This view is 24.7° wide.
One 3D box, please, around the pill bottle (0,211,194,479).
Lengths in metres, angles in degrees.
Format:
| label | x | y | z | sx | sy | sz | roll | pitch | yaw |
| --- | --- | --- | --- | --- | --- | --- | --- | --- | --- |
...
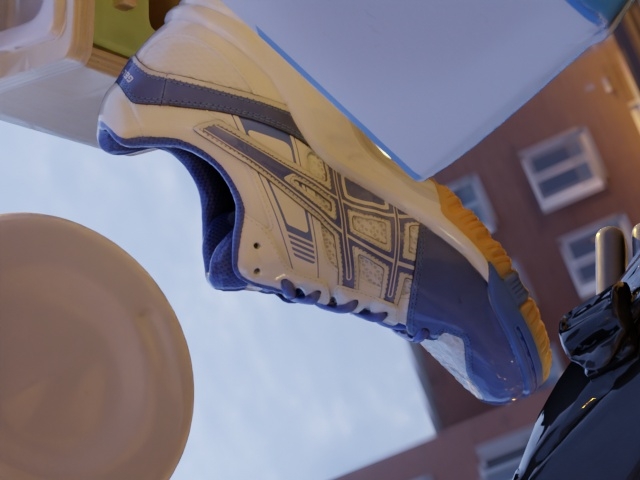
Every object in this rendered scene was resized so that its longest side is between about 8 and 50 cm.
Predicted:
| label | x | y | z | sx | sy | sz | roll | pitch | yaw |
| --- | --- | --- | --- | --- | --- | --- | --- | --- | --- |
| pill bottle | -0.174 | 0.088 | 0.662 | 0.136 | 0.245 | 0.136 | 15 | -116 | -32 |

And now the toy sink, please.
| label | x | y | z | sx | sy | sz | roll | pitch | yaw |
| --- | --- | --- | --- | --- | --- | --- | --- | --- | --- |
| toy sink | -0.160 | -0.161 | 0.939 | 0.234 | 0.131 | 0.153 | 17 | -111 | -49 |

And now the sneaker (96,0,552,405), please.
| label | x | y | z | sx | sy | sz | roll | pitch | yaw |
| --- | --- | --- | --- | --- | --- | --- | --- | --- | --- |
| sneaker | 0.000 | 0.000 | 0.813 | 0.296 | 0.131 | 0.112 | 47 | 165 | -9 |

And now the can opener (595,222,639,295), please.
| label | x | y | z | sx | sy | sz | roll | pitch | yaw |
| --- | --- | --- | --- | --- | --- | --- | --- | --- | --- |
| can opener | 0.295 | 0.098 | 1.384 | 0.093 | 0.074 | 0.280 | 62 | -151 | -48 |

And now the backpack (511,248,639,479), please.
| label | x | y | z | sx | sy | sz | roll | pitch | yaw |
| --- | --- | --- | --- | --- | --- | --- | --- | --- | --- |
| backpack | 0.264 | 0.046 | 0.682 | 0.273 | 0.290 | 0.355 | 42 | -165 | 1 |

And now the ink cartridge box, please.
| label | x | y | z | sx | sy | sz | roll | pitch | yaw |
| --- | --- | --- | --- | --- | --- | --- | --- | --- | --- |
| ink cartridge box | 0.070 | -0.176 | 0.527 | 0.171 | 0.233 | 0.168 | 42 | 160 | -1 |
